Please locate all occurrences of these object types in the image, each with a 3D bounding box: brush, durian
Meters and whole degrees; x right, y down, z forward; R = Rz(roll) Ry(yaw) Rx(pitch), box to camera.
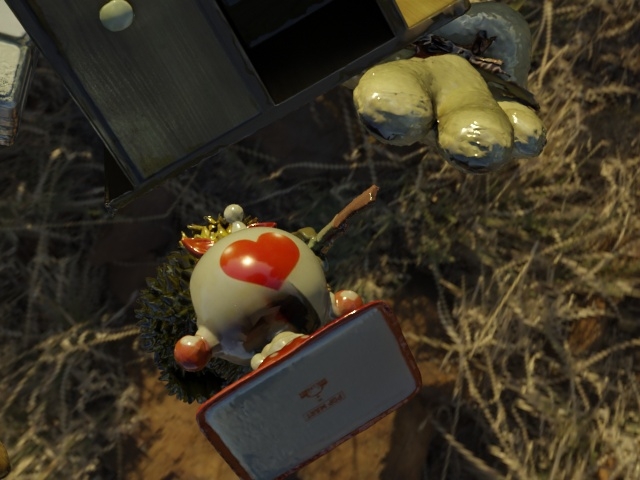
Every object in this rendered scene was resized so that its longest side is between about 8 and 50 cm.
[{"bbox_3d":[0.000,0.000,1.489,0.071,0.084,0.301,20,150,-16],"label":"brush"},{"bbox_3d":[-0.095,0.101,1.435,0.258,0.258,0.293,-5,142,22],"label":"durian"}]

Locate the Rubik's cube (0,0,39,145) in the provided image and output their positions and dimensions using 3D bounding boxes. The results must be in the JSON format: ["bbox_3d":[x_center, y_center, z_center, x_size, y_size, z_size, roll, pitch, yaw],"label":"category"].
[{"bbox_3d":[-0.413,-0.264,1.172,0.253,0.259,0.256,14,84,-13],"label":"Rubik's cube"}]

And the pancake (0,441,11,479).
[{"bbox_3d":[-0.381,0.191,1.050,0.184,0.190,0.020,16,100,-13],"label":"pancake"}]

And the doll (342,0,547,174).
[{"bbox_3d":[0.106,-0.130,0.916,0.149,0.278,0.175,-35,104,17],"label":"doll"}]

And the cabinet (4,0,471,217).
[{"bbox_3d":[-0.067,-0.152,0.580,0.215,0.148,0.174,-30,114,3],"label":"cabinet"}]

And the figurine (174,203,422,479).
[{"bbox_3d":[-0.052,0.065,1.012,0.183,0.226,0.160,-31,140,-5],"label":"figurine"}]
